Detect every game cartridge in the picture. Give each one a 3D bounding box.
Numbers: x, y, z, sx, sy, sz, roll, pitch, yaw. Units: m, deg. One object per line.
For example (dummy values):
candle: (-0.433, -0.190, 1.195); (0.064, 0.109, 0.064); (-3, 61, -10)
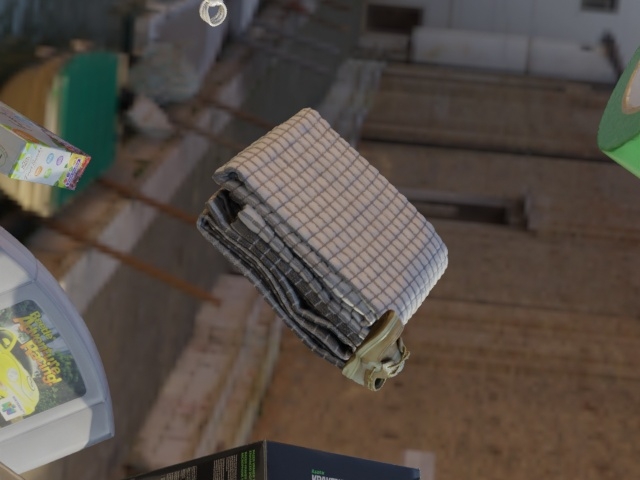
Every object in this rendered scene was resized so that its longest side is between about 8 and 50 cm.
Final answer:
game cartridge: (-0.344, 0.126, 1.640); (0.060, 0.196, 0.294); (-113, 178, -58)

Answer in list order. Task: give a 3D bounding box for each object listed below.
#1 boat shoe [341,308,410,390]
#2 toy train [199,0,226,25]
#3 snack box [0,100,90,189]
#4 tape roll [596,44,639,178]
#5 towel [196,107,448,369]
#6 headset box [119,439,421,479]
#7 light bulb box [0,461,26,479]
boat shoe: (0.058, 0.103, 1.415); (0.050, 0.045, 0.135); (-52, 176, -22)
toy train: (-0.056, -0.290, 1.569); (0.166, 0.046, 0.125); (-35, 124, -27)
snack box: (-0.274, -0.093, 1.275); (0.037, 0.141, 0.100); (-63, 159, 8)
tape roll: (0.388, -0.196, 1.451); (0.321, 0.077, 0.321); (-54, -174, 8)
towel: (0.000, 0.000, 1.859); (0.121, 0.284, 0.235); (-47, 179, 35)
headset box: (-0.051, 0.324, 1.740); (0.246, 0.283, 0.131); (18, 61, -41)
light bulb box: (-0.252, 0.418, 1.270); (0.358, 0.361, 0.225); (-51, -149, -14)
